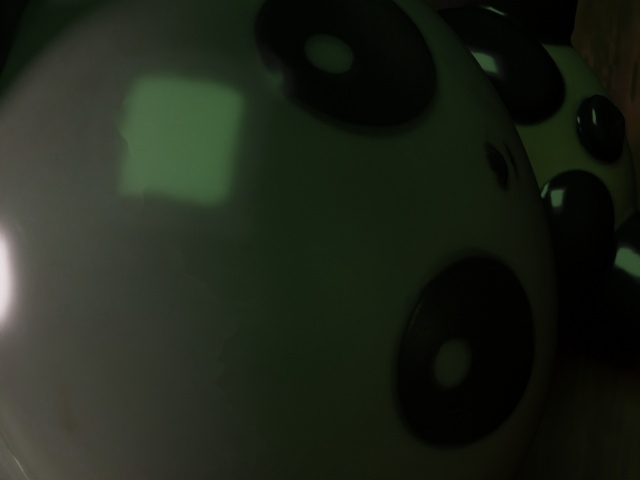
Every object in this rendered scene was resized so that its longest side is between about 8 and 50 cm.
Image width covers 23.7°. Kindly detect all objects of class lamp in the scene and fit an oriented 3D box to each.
[{"bbox_3d":[0.000,0.000,0.450,0.244,0.197,0.198,-22,45,-39],"label":"lamp"}]
